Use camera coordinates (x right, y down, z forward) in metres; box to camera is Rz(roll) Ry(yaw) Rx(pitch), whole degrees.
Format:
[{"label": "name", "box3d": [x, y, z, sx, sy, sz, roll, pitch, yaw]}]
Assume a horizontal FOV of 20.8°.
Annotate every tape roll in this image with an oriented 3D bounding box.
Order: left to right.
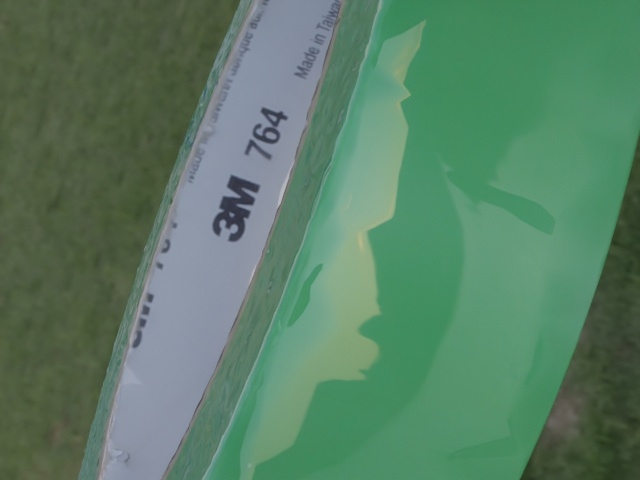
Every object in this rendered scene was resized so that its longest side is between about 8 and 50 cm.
[{"label": "tape roll", "box3d": [0.000, 0.000, 0.573, 0.321, 0.077, 0.321, -161, 90, -79]}]
